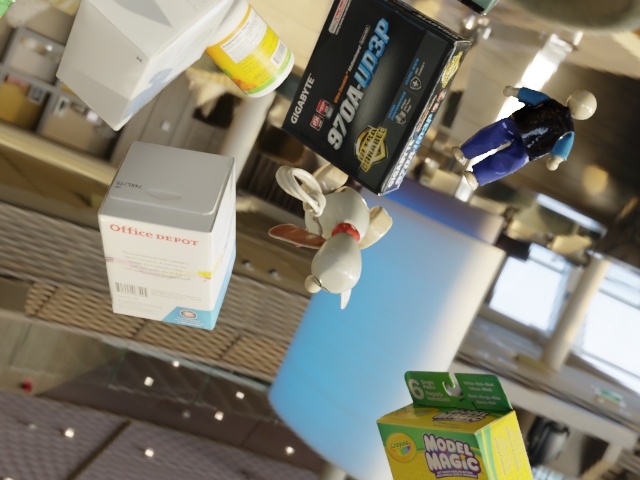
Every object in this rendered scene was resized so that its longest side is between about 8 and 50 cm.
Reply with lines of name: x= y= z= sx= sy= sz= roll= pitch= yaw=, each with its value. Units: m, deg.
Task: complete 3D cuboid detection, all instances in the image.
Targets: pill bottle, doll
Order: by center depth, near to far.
doll: x=0.265 y=-0.142 z=1.149 sx=0.046 sy=0.189 sz=0.129 roll=17 pitch=-131 yaw=-68
pill bottle: x=-0.178 y=-0.424 z=1.834 sx=0.246 sy=0.136 sz=0.136 roll=44 pitch=172 yaw=-37

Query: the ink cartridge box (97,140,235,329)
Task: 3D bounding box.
ink cartridge box: x=-0.269 y=-0.007 z=1.618 sx=0.198 sy=0.270 sz=0.197 roll=10 pitch=-132 yaw=3

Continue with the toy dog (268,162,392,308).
toy dog: x=0.000 y=0.000 z=1.427 sx=0.220 sy=0.161 sz=0.334 roll=53 pitch=-159 yaw=6

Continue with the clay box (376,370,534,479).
clay box: x=0.122 y=0.221 z=0.742 sx=0.053 sy=0.222 sz=0.127 roll=-21 pitch=-175 yaw=-34

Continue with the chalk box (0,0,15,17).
chalk box: x=-0.454 y=-0.318 z=1.047 sx=0.132 sy=0.132 sz=0.213 roll=4 pitch=168 yaw=-35

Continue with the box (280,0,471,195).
box: x=0.065 y=-0.194 z=1.122 sx=0.175 sy=0.220 sz=0.051 roll=37 pitch=-151 yaw=20

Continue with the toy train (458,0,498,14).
toy train: x=0.140 y=-0.427 z=1.082 sx=0.334 sy=0.190 sz=0.142 roll=34 pitch=-136 yaw=5

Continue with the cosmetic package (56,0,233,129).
cosmetic package: x=-0.271 y=-0.327 z=1.381 sx=0.138 sy=0.224 sz=0.224 roll=42 pitch=147 yaw=-6
